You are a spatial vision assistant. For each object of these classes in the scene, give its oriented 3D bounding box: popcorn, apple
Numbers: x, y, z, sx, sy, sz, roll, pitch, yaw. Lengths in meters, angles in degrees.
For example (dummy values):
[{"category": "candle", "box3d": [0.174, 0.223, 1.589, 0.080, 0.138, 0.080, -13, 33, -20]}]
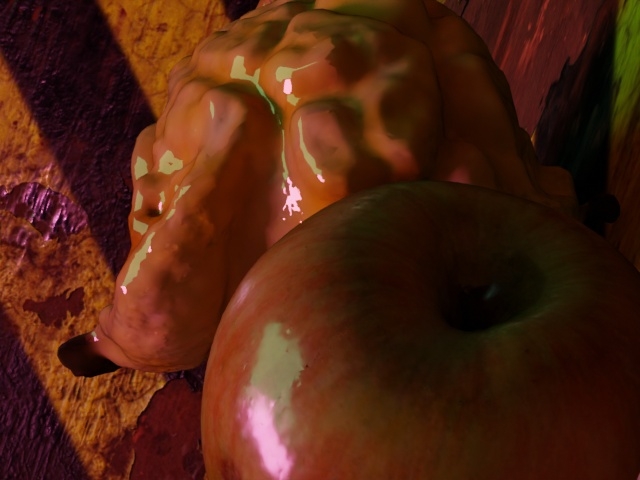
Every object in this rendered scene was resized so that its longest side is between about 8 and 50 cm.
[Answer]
[{"category": "popcorn", "box3d": [0.000, 0.000, 1.268, 0.349, 0.381, 0.349, 154, 90, -88]}, {"category": "apple", "box3d": [0.061, 0.108, 1.003, 0.264, 0.264, 0.264, -161, 90, -84]}]

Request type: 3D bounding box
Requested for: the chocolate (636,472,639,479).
[{"category": "chocolate", "box3d": [0.156, 0.163, 0.822, 0.086, 0.085, 0.219, -84, 10, -62]}]
